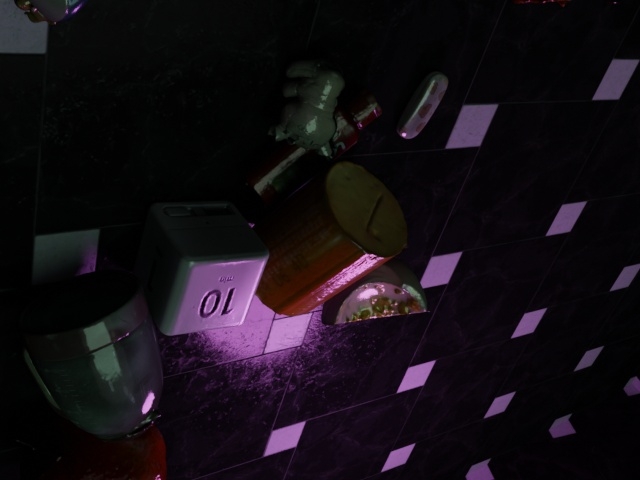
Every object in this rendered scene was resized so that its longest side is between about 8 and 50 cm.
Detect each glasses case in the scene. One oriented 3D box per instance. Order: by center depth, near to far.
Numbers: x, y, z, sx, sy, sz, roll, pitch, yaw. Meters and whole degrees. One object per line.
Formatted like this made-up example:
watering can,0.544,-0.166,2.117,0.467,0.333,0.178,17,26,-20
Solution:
glasses case,0.226,-0.300,1.702,0.063,0.041,0.164,7,122,-43

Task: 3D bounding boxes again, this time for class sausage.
sausage,0.000,0.000,1.590,0.233,0.233,0.287,9,145,-44

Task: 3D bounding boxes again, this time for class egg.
egg,0.134,0.118,1.948,0.271,0.161,0.206,-8,178,9

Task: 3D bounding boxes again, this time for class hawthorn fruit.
hawthorn fruit,-0.517,0.484,1.679,0.285,0.285,0.369,-45,128,7

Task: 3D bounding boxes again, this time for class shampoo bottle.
shampoo bottle,-0.014,-0.193,1.581,0.314,0.076,0.118,-38,139,-2

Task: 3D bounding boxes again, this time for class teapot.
teapot,-0.453,0.245,1.494,0.233,0.315,0.312,-47,131,-53

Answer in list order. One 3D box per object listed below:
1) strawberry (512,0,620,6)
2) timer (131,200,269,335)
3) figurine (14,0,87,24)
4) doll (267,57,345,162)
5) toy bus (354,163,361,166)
strawberry,0.507,-0.568,1.567,0.234,0.234,0.178,-15,110,-28
timer,-0.244,0.050,1.535,0.192,0.194,0.195,-4,129,-37
figurine,-0.423,-0.396,1.000,0.275,0.161,0.158,13,78,-48
doll,-0.012,-0.254,1.473,0.149,0.095,0.192,9,103,-34
toy bus,0.047,-0.044,1.770,0.112,0.090,0.274,-13,135,-22
